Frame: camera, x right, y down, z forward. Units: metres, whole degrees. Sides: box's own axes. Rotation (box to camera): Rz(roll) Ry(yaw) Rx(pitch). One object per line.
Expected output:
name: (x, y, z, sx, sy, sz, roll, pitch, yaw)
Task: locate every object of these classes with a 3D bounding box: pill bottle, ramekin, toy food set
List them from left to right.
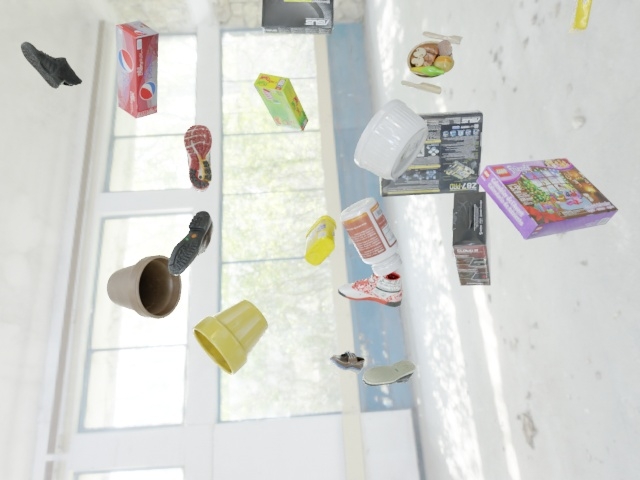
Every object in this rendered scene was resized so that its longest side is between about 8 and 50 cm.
pill bottle: (0.156, -0.008, 1.504, 0.216, 0.121, 0.121, 61, -176, -13)
ramekin: (0.197, -0.262, 1.363, 0.109, 0.207, 0.207, 38, 158, 18)
toy food set: (0.302, -0.498, 1.382, 0.038, 0.132, 0.192, 60, -129, -67)

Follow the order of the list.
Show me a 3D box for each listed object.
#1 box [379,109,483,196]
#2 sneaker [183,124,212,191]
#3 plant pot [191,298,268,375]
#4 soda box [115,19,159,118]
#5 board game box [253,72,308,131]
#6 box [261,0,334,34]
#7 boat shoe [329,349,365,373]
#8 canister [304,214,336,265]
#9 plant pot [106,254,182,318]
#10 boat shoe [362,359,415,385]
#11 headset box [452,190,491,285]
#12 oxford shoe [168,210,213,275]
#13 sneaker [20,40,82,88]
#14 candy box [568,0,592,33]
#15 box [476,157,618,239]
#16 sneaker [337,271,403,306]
box: (0.428, -0.340, 2.001, 0.097, 0.394, 0.318, -80, -14, -69)
sneaker: (-0.387, -0.258, 1.598, 0.093, 0.088, 0.225, 136, 133, -71)
plant pot: (-0.354, 0.376, 2.076, 0.254, 0.239, 0.254, 35, 150, 24)
soda box: (-0.540, -0.498, 1.497, 0.083, 0.092, 0.263, -39, -24, -43)
board game box: (-0.104, -0.376, 1.392, 0.043, 0.092, 0.181, -65, -24, -16)
box: (-0.058, -0.639, 1.336, 0.045, 0.190, 0.184, 92, 180, -84)
boat shoe: (0.102, 0.448, 1.911, 0.066, 0.183, 0.066, 34, 93, 41)
canister: (0.000, 0.000, 1.764, 0.126, 0.073, 0.170, -47, 17, 22)
plant pot: (-0.740, 0.190, 2.087, 0.263, 0.229, 0.263, 10, -101, -63)
boat shoe: (0.251, 0.507, 1.877, 0.084, 0.233, 0.079, 48, 130, 42)
headset box: (0.512, -0.010, 1.712, 0.293, 0.110, 0.218, 61, -146, -50)
oxford shoe: (-0.394, 0.024, 1.594, 0.227, 0.082, 0.096, -62, -25, -28)
sneaker: (-0.775, -0.510, 1.467, 0.089, 0.051, 0.170, -63, -40, -35)
candy box: (0.472, -0.477, 0.891, 0.105, 0.027, 0.206, -34, -50, -61)
box: (0.558, -0.111, 1.248, 0.201, 0.293, 0.057, 61, 147, 33)
sneaker: (0.200, 0.172, 2.043, 0.090, 0.270, 0.145, -49, -37, -55)
